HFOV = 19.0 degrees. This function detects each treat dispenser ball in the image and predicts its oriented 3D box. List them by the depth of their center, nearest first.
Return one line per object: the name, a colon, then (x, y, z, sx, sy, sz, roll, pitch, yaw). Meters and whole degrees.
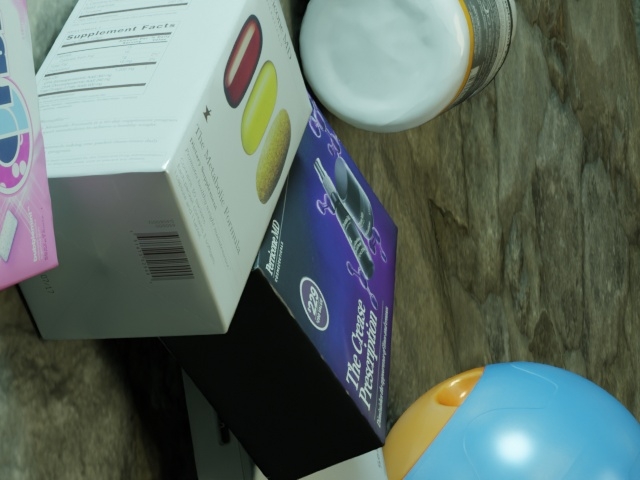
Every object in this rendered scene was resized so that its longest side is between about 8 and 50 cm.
treat dispenser ball: (0.188, 0.260, 1.834, 0.288, 0.288, 0.288, -3, 90, -71)

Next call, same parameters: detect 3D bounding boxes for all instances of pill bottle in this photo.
pill bottle: (0.095, -0.200, 1.830, 0.278, 0.162, 0.162, -35, 120, -68)

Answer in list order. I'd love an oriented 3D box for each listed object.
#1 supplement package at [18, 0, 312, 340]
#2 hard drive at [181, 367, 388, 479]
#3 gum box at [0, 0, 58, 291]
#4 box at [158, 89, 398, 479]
supplement package: (-0.109, -0.066, 1.272, 0.244, 0.133, 0.139, -71, 151, -47)
hard drive: (-0.017, 0.179, 1.561, 0.353, 0.047, 0.233, 39, 38, -65)
gum box: (-0.210, -0.055, 1.090, 0.107, 0.062, 0.188, -29, 114, -68)
box: (-0.029, 0.020, 1.413, 0.184, 0.103, 0.261, 53, 25, -29)
